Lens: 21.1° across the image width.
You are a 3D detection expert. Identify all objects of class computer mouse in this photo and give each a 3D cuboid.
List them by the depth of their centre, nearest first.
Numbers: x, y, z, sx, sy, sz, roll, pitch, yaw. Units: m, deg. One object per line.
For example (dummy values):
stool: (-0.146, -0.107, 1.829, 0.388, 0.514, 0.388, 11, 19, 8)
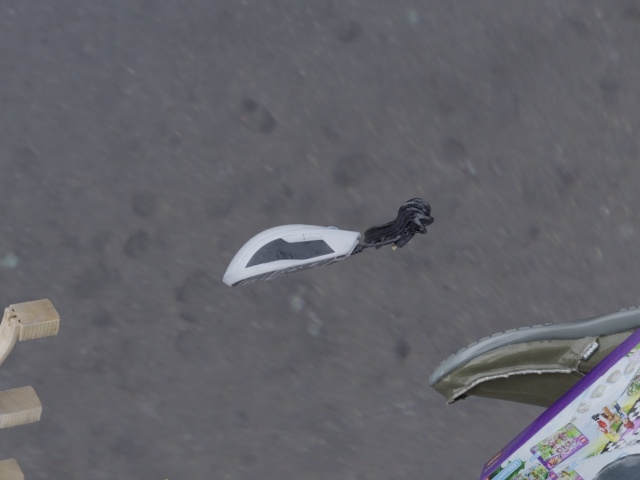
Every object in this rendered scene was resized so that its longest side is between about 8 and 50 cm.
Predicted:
computer mouse: (0.000, 0.000, 1.559, 0.193, 0.106, 0.042, -13, 83, -18)

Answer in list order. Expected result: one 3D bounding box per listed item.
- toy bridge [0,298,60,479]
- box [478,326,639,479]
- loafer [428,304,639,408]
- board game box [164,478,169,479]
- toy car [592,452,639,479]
toy bridge: (-0.233, 0.122, 1.234, 0.026, 0.063, 0.188, 54, 139, 37)
box: (0.308, 0.182, 1.476, 0.201, 0.057, 0.293, 46, 108, -1)
loafer: (0.226, 0.121, 1.601, 0.251, 0.094, 0.087, -12, 79, -1)
board game box: (0.065, 0.364, 1.325, 0.390, 0.390, 0.050, 30, 75, 36)
toy car: (0.097, 0.173, 0.623, 0.155, 0.149, 0.188, -20, 113, -19)
